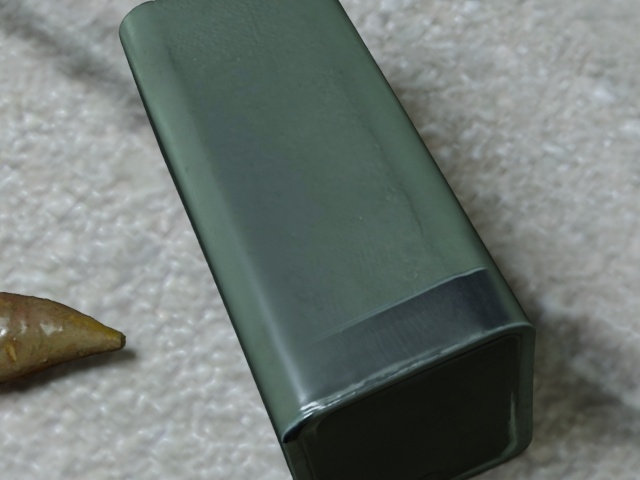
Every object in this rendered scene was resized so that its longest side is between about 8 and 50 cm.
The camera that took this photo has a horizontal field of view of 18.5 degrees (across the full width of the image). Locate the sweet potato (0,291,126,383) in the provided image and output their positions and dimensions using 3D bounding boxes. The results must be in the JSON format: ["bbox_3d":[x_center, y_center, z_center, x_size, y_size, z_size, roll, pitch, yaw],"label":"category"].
[{"bbox_3d":[-0.210,0.051,1.021,0.218,0.051,0.065,-6,61,2],"label":"sweet potato"}]

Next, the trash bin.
[{"bbox_3d":[0.000,0.000,0.966,0.122,0.164,0.240,-23,62,-6],"label":"trash bin"}]
